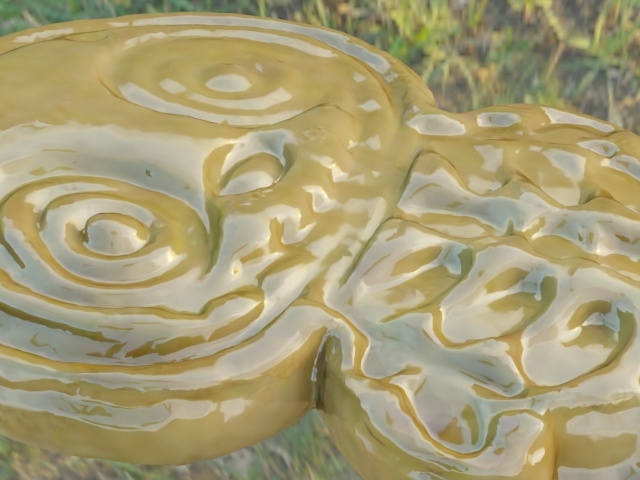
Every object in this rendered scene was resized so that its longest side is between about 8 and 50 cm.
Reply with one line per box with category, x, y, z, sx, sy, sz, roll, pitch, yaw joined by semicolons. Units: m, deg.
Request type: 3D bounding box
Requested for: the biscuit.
biscuit;0.000;-0.001;0.553;0.288;0.044;0.202;15;35;17
